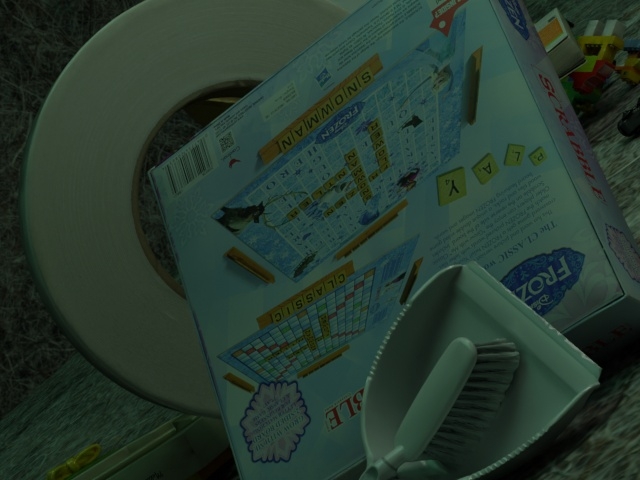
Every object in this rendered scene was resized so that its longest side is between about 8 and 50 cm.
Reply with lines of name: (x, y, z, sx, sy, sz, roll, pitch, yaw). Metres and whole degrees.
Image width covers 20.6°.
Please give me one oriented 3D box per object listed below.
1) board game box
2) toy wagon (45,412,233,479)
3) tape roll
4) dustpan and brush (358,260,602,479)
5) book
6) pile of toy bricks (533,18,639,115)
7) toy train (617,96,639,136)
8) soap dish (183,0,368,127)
board game box: (0.044, -0.002, 1.235, 0.319, 0.318, 0.066, -35, -35, 25)
toy wagon: (-0.201, 0.233, 1.709, 0.267, 0.068, 0.344, -31, 1, -18)
tape roll: (-0.069, -0.032, 1.546, 0.392, 0.392, 0.072, -41, 7, -14)
dustpan and brush: (0.060, 0.125, 1.091, 0.147, 0.060, 0.211, 43, 106, 44)
book: (0.220, -0.190, 1.830, 0.096, 0.035, 0.144, -36, 16, 14)
pile of toy bricks: (0.277, -0.175, 1.939, 0.212, 0.118, 0.105, 11, 77, 60)
toy train: (0.340, -0.152, 1.686, 0.158, 0.027, 0.036, -42, -3, -18)
soap dish: (0.019, -0.182, 1.877, 0.291, 0.118, 0.229, 10, 42, 42)
